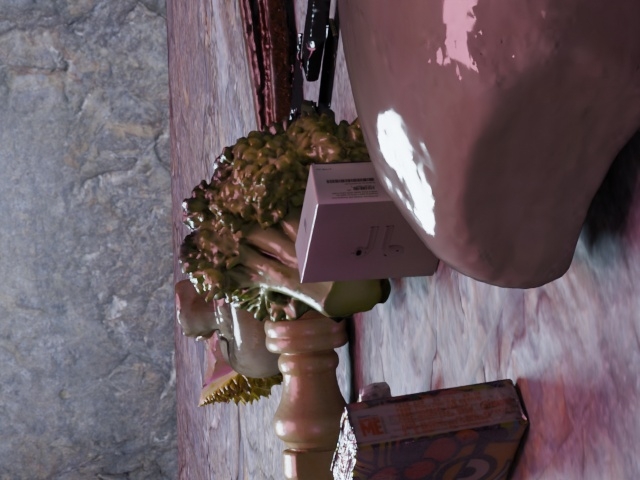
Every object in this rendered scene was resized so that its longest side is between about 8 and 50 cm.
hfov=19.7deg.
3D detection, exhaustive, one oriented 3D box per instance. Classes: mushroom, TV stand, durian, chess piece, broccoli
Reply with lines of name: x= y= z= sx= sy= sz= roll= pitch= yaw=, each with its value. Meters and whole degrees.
mushroom: x=-0.102 y=0.067 z=2.391 sx=0.226 sy=0.178 sz=0.226 roll=177 pitch=90 yaw=-79
TV stand: x=-0.008 y=-0.200 z=2.179 sx=0.036 sy=0.042 sz=0.249 roll=-101 pitch=13 yaw=-45
durian: x=-0.101 y=0.135 z=2.551 sx=0.182 sy=0.132 sz=0.165 roll=-90 pitch=14 yaw=-59
chess piece: x=-0.019 y=0.113 z=2.175 sx=0.117 sy=0.117 sz=0.397 roll=-171 pitch=76 yaw=-79
broccoli: x=0.000 y=0.000 z=1.877 sx=0.247 sy=0.263 sz=0.243 roll=55 pitch=176 yaw=-35

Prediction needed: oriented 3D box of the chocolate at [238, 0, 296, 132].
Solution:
chocolate: x=-0.062 y=-0.183 z=2.409 sx=0.102 sy=0.065 sz=0.329 roll=141 pitch=122 yaw=-76

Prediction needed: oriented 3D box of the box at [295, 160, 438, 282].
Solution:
box: x=0.049 y=-0.019 z=1.708 sx=0.129 sy=0.130 sz=0.051 roll=102 pitch=163 yaw=-54

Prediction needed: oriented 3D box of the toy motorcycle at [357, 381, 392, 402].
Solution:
toy motorcycle: x=0.064 y=0.235 z=1.873 sx=0.151 sy=0.074 sz=0.229 roll=-113 pitch=12 yaw=-45

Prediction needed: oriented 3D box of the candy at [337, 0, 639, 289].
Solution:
candy: x=0.103 y=-0.194 z=1.274 sx=0.386 sy=0.186 sz=0.427 roll=100 pitch=167 yaw=-65

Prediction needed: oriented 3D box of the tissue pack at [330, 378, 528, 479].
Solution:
tissue pack: x=0.088 y=0.172 z=1.525 sx=0.108 sy=0.148 sz=0.060 roll=100 pitch=158 yaw=-50
